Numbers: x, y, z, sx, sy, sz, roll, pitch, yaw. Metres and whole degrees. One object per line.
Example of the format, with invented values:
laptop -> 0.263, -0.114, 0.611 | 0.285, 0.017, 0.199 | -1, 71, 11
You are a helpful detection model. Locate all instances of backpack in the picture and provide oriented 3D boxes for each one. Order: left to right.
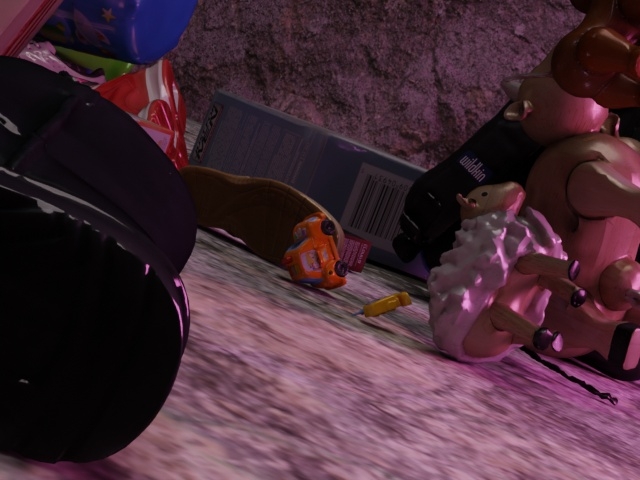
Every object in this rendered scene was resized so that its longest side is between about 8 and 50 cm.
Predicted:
backpack -> 0.256, -0.024, 1.199 | 0.276, 0.263, 0.213 | 25, -10, 39

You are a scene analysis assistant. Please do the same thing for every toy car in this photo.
toy car -> 0.010, 0.017, 0.922 | 0.041, 0.060, 0.122 | -17, 16, -26

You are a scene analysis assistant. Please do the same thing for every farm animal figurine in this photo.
farm animal figurine -> 0.214, -0.053, 0.968 | 0.172, 0.326, 0.330 | 24, 4, 42

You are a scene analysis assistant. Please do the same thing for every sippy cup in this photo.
sippy cup -> -0.257, -0.306, 1.470 | 0.224, 0.240, 0.305 | 23, 4, 14

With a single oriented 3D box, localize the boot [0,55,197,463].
boot -> -0.152, -0.029, 0.430 | 0.246, 0.094, 0.207 | 27, 7, -12

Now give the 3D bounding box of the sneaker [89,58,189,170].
sneaker -> -0.191, -0.085, 1.206 | 0.128, 0.087, 0.221 | -16, 24, 6

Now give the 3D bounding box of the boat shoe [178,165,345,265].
boat shoe -> -0.042, -0.022, 1.061 | 0.170, 0.063, 0.059 | 23, 11, 34

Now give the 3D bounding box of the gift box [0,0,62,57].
gift box -> -0.343, -0.246, 1.213 | 0.276, 0.258, 0.255 | 41, 1, -4

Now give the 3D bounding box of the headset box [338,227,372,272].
headset box -> 0.000, 0.000, 1.192 | 0.083, 0.032, 0.062 | 16, 7, -37

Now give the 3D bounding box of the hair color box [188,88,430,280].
hair color box -> -0.002, -0.070, 1.506 | 0.185, 0.113, 0.374 | 19, 5, -25

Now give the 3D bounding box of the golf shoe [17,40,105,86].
golf shoe -> -0.318, -0.175, 1.403 | 0.186, 0.086, 0.067 | 21, -19, -18

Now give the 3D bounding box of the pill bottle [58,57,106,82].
pill bottle -> -0.290, -0.163, 1.507 | 0.137, 0.078, 0.078 | 18, 6, -31

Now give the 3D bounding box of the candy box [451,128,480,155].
candy box -> 0.246, -0.001, 1.436 | 0.233, 0.071, 0.159 | 53, -13, -29

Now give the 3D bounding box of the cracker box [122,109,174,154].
cracker box -> -0.248, -0.100, 1.025 | 0.156, 0.067, 0.232 | 23, 4, 34
